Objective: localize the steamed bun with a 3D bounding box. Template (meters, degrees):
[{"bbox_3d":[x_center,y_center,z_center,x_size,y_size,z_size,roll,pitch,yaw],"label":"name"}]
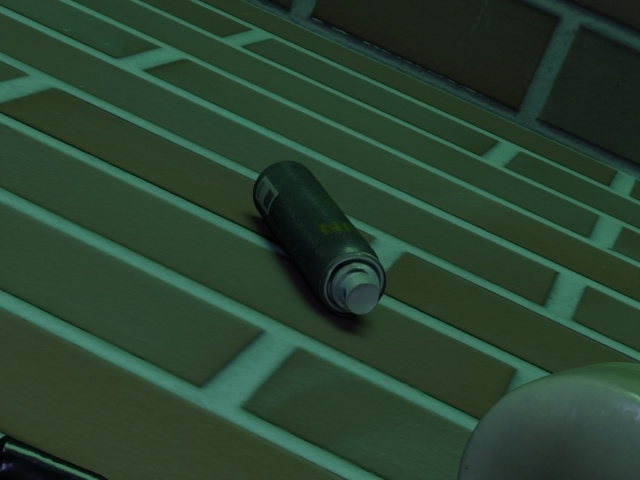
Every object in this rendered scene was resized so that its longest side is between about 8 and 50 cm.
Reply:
[{"bbox_3d":[0.239,0.184,1.221,0.241,0.164,0.146,29,16,25],"label":"steamed bun"}]

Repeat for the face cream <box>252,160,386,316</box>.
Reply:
[{"bbox_3d":[0.000,0.000,1.651,0.073,0.073,0.283,16,18,-24],"label":"face cream"}]

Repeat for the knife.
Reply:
[{"bbox_3d":[-0.102,0.176,1.046,0.230,0.028,0.060,23,4,-7],"label":"knife"}]
